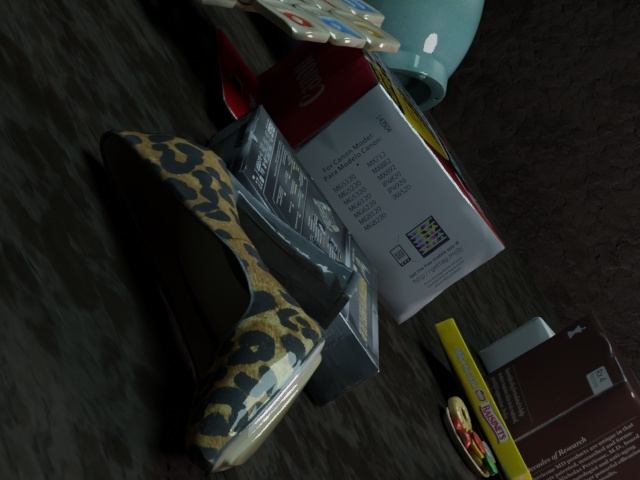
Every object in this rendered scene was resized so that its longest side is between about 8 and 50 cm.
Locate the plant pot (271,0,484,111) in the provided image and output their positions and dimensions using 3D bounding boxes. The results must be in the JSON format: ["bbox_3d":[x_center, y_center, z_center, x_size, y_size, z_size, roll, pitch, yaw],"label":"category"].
[{"bbox_3d":[0.070,-0.271,1.920,0.293,0.293,0.196,36,50,-63],"label":"plant pot"}]

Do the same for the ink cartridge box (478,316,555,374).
[{"bbox_3d":[0.322,0.231,2.013,0.237,0.100,0.172,43,18,-51],"label":"ink cartridge box"}]

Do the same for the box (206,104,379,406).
[{"bbox_3d":[-0.025,0.004,1.197,0.183,0.056,0.231,56,11,-14],"label":"box"}]

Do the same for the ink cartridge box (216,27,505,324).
[{"bbox_3d":[0.028,-0.107,1.503,0.272,0.130,0.309,51,9,-20],"label":"ink cartridge box"}]

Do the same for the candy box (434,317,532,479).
[{"bbox_3d":[0.177,0.188,1.621,0.105,0.027,0.206,69,-3,-52],"label":"candy box"}]

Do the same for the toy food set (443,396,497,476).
[{"bbox_3d":[0.150,0.200,1.533,0.082,0.020,0.083,55,10,-15],"label":"toy food set"}]

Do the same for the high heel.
[{"bbox_3d":[-0.086,0.028,0.879,0.186,0.093,0.261,35,25,-2],"label":"high heel"}]

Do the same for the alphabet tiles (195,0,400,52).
[{"bbox_3d":[-0.064,-0.250,1.468,0.278,0.021,0.284,38,22,30],"label":"alphabet tiles"}]

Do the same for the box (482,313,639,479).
[{"bbox_3d":[0.311,0.233,1.773,0.203,0.167,0.168,54,12,-20],"label":"box"}]
